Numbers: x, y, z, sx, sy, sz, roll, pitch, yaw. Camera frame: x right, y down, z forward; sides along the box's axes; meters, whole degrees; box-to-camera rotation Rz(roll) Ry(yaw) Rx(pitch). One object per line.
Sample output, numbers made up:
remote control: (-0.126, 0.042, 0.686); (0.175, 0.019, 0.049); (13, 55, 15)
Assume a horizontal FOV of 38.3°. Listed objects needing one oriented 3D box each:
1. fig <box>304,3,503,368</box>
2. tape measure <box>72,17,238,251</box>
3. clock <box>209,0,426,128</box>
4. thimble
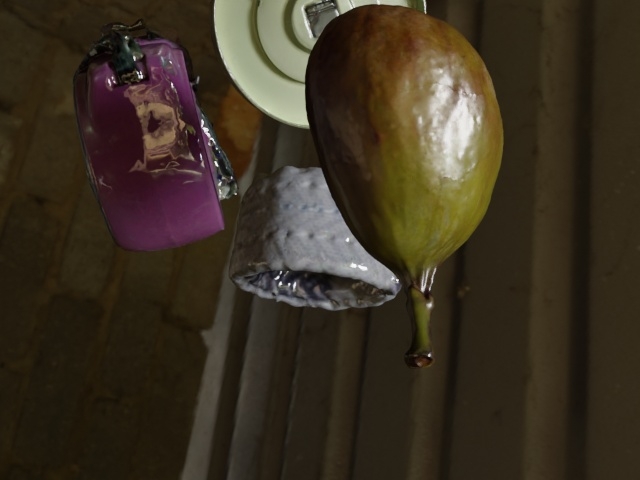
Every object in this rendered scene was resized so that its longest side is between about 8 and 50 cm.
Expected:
fig: (0.067, -0.041, 0.693); (0.170, 0.146, 0.274); (79, 6, -77)
tape measure: (-0.178, -0.114, 0.991); (0.231, 0.149, 0.245); (-119, -164, -68)
clock: (0.001, -0.234, 0.970); (0.234, 0.235, 0.029); (-69, -160, 5)
thimble: (0.000, 0.000, 1.318); (0.217, 0.246, 0.157); (80, 16, -71)
